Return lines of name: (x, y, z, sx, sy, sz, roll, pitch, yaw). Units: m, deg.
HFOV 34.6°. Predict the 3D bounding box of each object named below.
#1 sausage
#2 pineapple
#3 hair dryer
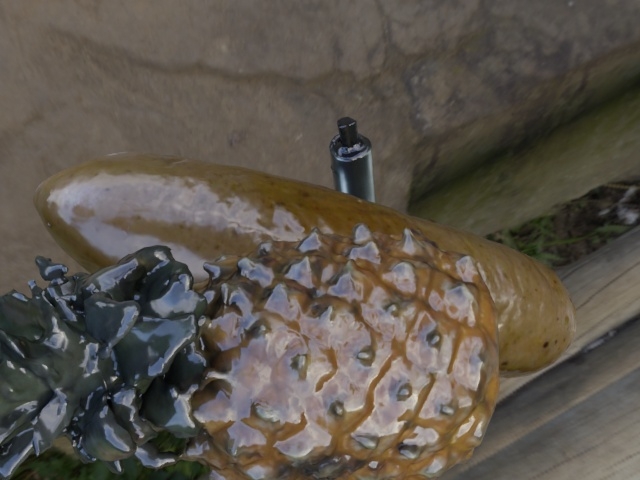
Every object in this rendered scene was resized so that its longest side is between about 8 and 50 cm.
sausage: (0.016, 0.024, 0.850, 0.500, 0.136, 0.123, 15, 87, -27)
pineapple: (-0.073, 0.065, 0.540, 0.340, 0.169, 0.169, 2, 82, -26)
hair dryer: (-0.021, -0.001, 1.197, 0.320, 0.156, 0.284, -33, 124, -10)
